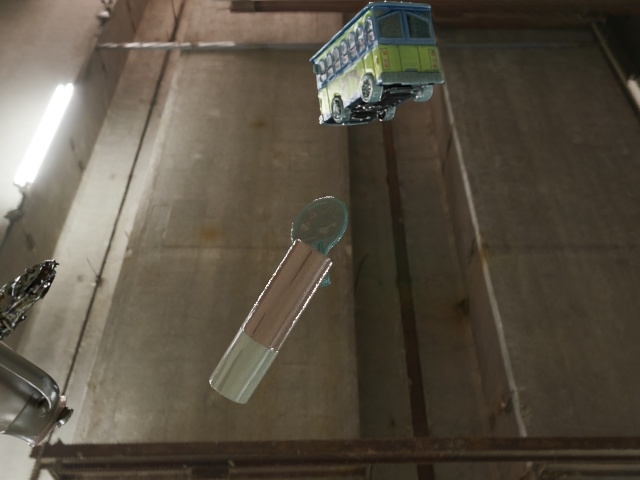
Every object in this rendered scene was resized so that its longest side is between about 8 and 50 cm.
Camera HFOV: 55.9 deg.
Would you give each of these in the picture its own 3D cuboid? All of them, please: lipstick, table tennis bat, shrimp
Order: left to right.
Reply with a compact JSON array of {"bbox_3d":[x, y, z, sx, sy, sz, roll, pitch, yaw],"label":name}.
[{"bbox_3d":[-0.554,0.176,0.960,0.365,0.071,0.233,-44,-156,3],"label":"shrimp"},{"bbox_3d":[-0.074,0.122,0.920,0.070,0.070,0.254,31,-91,24],"label":"lipstick"},{"bbox_3d":[0.000,0.000,1.124,0.124,0.033,0.201,-23,-134,23],"label":"table tennis bat"}]

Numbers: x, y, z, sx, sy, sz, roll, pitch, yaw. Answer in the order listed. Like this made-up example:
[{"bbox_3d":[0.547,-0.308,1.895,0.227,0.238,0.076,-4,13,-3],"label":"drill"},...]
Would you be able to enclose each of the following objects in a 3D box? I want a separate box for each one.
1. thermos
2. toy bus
[{"bbox_3d":[-0.369,0.155,0.666,0.193,0.137,0.105,42,-145,-24],"label":"thermos"},{"bbox_3d":[0.109,-0.364,1.295,0.152,0.312,0.190,-8,-92,-24],"label":"toy bus"}]
